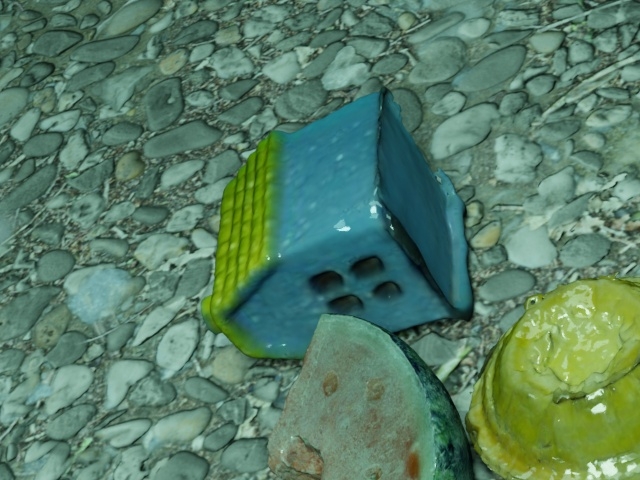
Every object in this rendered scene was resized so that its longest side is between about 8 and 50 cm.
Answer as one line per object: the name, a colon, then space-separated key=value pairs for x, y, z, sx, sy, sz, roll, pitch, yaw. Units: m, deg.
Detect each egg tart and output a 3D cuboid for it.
egg tart: x=0.276 y=0.134 z=1.730 sx=0.290 sy=0.115 sz=0.290 roll=-17 pitch=39 yaw=15

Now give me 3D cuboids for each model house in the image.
model house: x=0.000 y=0.000 z=1.963 sx=0.303 sy=0.215 sz=0.237 roll=-18 pitch=41 yaw=18

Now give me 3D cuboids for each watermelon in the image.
watermelon: x=0.061 y=0.234 z=1.763 sx=0.226 sy=0.148 sz=0.318 roll=-33 pitch=50 yaw=22
